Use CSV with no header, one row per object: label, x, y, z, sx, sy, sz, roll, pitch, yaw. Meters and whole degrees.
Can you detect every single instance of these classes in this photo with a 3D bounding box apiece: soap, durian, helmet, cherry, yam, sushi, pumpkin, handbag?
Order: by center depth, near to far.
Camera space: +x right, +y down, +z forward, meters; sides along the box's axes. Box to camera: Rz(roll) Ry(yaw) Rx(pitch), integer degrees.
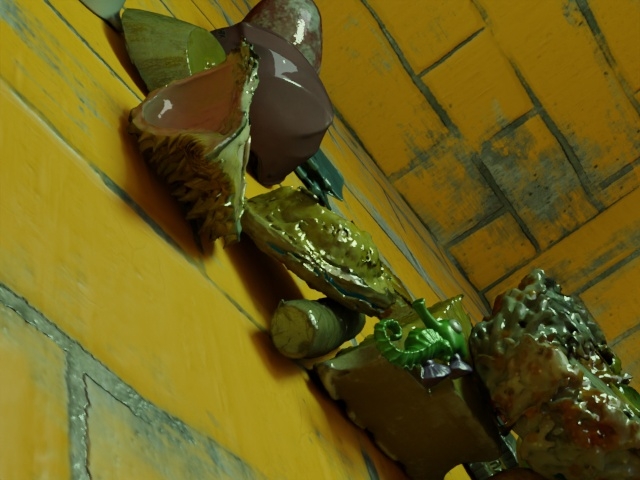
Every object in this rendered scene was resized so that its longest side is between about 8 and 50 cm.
durian,-0.132,-0.098,1.225,0.305,0.185,0.195,-103,175,-55
yam,0.003,0.116,1.330,0.083,0.083,0.371,57,9,9
sushi,0.380,0.238,1.366,0.417,0.176,0.417,45,12,-12
soap,0.113,0.141,1.427,0.304,0.169,0.338,50,22,-33
pumpkin,-0.207,-0.271,1.496,0.217,0.110,0.217,-19,90,-81
helmet,-0.108,-0.271,1.740,0.338,0.197,0.271,50,14,-30
cherry,-0.101,-0.413,2.156,0.213,0.285,0.236,5,26,-28
handbag,-0.031,-0.184,2.178,0.229,0.062,0.179,52,11,-16

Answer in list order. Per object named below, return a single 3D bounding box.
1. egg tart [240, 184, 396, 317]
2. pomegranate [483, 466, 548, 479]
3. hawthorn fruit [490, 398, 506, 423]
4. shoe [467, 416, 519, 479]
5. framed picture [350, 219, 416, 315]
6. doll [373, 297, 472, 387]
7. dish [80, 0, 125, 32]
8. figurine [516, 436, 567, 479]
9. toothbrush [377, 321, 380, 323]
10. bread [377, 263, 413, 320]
egg tart,0.000,0.000,1.378,0.291,0.107,0.291,32,4,-3
pomegranate,0.251,0.404,1.311,0.196,0.196,0.196,53,10,-14
hawthorn fruit,0.324,0.291,2.019,0.202,0.185,0.185,32,19,-22
shoe,0.298,0.357,1.853,0.293,0.109,0.149,63,8,23
framed picture,0.154,0.100,2.260,0.324,0.013,0.244,55,10,-4
doll,0.133,0.130,1.241,0.190,0.050,0.115,-5,61,-54
dish,-0.352,-0.448,1.478,0.236,0.086,0.228,49,12,-34
figurine,0.384,0.464,1.538,0.340,0.231,0.323,-1,70,-76
toothbrush,0.172,0.200,1.967,0.307,0.029,0.025,35,30,-62
bread,0.122,0.094,1.968,0.140,0.069,0.128,39,18,-46
